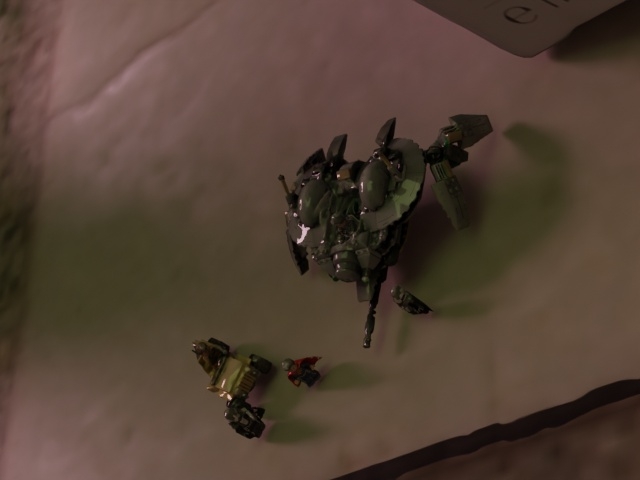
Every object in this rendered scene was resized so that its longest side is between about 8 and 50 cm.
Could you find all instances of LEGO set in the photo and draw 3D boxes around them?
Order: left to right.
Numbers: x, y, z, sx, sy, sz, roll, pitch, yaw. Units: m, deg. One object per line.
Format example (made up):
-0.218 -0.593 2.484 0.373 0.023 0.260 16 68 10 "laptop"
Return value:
0.000 0.002 0.352 0.054 0.023 0.083 31 89 51 "LEGO set"

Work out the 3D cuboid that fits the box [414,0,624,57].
0.060 -0.156 0.290 0.181 0.119 0.182 -24 47 54 "box"
